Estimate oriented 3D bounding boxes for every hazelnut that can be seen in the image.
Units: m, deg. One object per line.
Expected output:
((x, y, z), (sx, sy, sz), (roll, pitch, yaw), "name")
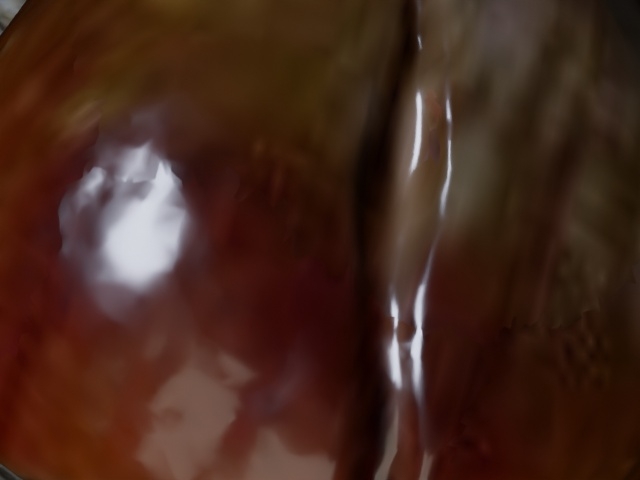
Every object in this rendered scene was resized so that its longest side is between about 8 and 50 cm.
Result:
((0.000, 0.000, 0.782), (0.372, 0.315, 0.372), (-2, 122, -2), "hazelnut")
